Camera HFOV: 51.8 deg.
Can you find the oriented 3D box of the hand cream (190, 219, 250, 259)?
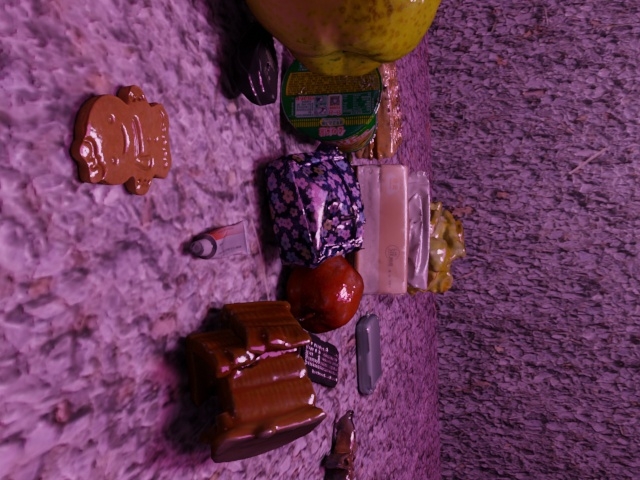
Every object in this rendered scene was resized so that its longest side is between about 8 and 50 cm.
[{"bbox_3d":[-0.152,0.001,1.041,0.216,0.038,0.052,-19,132,-77],"label":"hand cream"}]

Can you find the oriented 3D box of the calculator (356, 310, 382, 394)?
[{"bbox_3d":[0.142,0.324,1.905,0.141,0.045,0.246,-27,115,-70],"label":"calculator"}]

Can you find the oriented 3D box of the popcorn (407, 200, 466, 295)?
[{"bbox_3d":[0.293,0.012,1.977,0.312,0.312,0.312,0,90,-72],"label":"popcorn"}]

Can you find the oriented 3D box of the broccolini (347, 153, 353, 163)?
[{"bbox_3d":[0.072,-0.262,1.741,0.035,0.030,0.139,-53,144,-52],"label":"broccolini"}]

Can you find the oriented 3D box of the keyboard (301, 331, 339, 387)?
[{"bbox_3d":[0.003,0.281,1.525,0.262,0.016,0.106,44,48,-65],"label":"keyboard"}]

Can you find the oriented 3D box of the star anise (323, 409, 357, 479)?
[{"bbox_3d":[0.052,0.541,1.613,0.208,0.063,0.171,-67,155,-57],"label":"star anise"}]

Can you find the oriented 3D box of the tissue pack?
[{"bbox_3d":[0.154,-0.025,1.588,0.238,0.239,0.305,-2,92,-72],"label":"tissue pack"}]

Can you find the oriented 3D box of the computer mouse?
[{"bbox_3d":[-0.111,-0.295,1.116,0.192,0.062,0.105,-88,163,-45],"label":"computer mouse"}]

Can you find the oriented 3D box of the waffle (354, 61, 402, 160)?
[{"bbox_3d":[0.152,-0.367,1.790,0.376,0.114,0.260,-53,137,-72],"label":"waffle"}]

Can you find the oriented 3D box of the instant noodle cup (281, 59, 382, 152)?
[{"bbox_3d":[0.043,-0.284,1.401,0.233,0.207,0.207,26,65,-77],"label":"instant noodle cup"}]

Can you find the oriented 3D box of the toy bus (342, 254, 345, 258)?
[{"bbox_3d":[0.000,0.000,1.430,0.190,0.075,0.064,53,41,-62],"label":"toy bus"}]

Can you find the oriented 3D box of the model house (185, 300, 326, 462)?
[{"bbox_3d":[-0.106,0.201,0.995,0.219,0.200,0.229,-53,-131,51],"label":"model house"}]

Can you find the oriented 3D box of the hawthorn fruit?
[{"bbox_3d":[-0.002,0.112,1.309,0.194,0.157,0.157,-49,136,-52],"label":"hawthorn fruit"}]

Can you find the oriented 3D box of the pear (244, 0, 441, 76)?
[{"bbox_3d":[0.037,-0.453,1.070,0.391,0.391,0.390,0,90,-72],"label":"pear"}]

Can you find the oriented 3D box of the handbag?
[{"bbox_3d":[-0.007,-0.071,1.267,0.208,0.127,0.228,-19,95,-52],"label":"handbag"}]

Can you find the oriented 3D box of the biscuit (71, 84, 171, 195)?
[{"bbox_3d":[-0.232,-0.125,0.800,0.184,0.027,0.133,15,77,-71],"label":"biscuit"}]
